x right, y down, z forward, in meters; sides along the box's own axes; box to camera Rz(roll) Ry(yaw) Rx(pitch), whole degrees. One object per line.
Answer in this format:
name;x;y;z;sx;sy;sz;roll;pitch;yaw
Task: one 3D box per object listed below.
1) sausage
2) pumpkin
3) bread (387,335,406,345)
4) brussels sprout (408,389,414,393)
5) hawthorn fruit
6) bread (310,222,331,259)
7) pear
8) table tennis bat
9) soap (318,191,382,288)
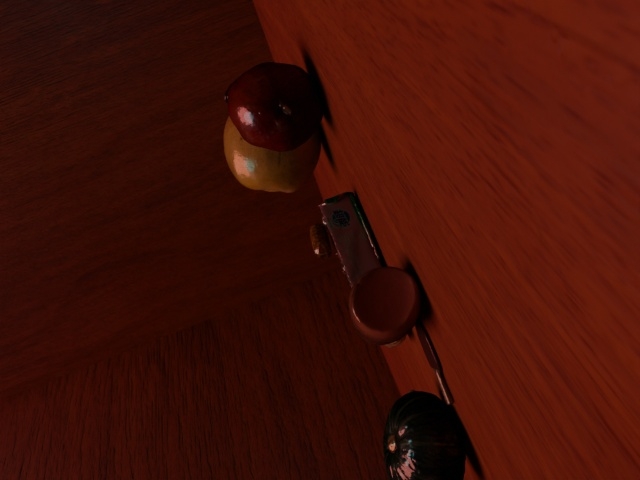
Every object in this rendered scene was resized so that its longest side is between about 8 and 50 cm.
sausage;0.114;0.129;0.800;0.304;0.121;0.121;70;179;-72
pumpkin;0.208;0.412;0.869;0.212;0.152;0.211;-171;90;-72
bread;0.156;0.208;1.066;0.119;0.084;0.177;32;171;10
brussels sprout;0.335;0.594;1.588;0.085;0.058;0.085;53;-165;-20
hawthorn fruit;-0.094;-0.299;0.970;0.215;0.215;0.250;69;167;-19
bread;0.000;0.000;1.107;0.052;0.044;0.157;58;-173;-23
pear;-0.142;-0.294;1.315;0.314;0.315;0.314;-21;-90;-90
table tennis bat;0.211;0.225;0.807;0.087;0.013;0.156;77;173;-76
soap;0.089;0.033;1.075;0.218;0.098;0.273;69;180;-76
